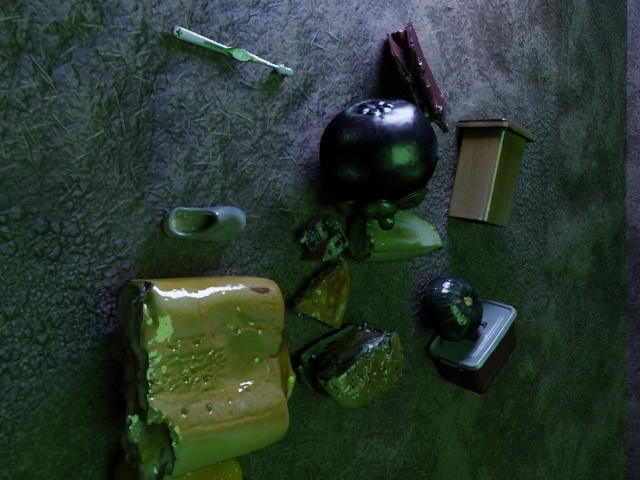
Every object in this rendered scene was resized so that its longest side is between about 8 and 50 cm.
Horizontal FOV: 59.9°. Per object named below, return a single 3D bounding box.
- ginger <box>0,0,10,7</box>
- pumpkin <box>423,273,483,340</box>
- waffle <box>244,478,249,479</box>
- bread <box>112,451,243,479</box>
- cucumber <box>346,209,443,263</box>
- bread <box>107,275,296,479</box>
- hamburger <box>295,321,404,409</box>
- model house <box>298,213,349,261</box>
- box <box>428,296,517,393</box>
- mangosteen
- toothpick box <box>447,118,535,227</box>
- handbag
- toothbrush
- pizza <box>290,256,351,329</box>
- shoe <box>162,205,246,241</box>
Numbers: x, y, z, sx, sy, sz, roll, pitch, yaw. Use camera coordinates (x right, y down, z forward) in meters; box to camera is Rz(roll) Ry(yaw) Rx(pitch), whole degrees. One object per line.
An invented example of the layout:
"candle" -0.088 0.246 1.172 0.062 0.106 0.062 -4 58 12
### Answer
"ginger" -0.497 -0.460 0.893 0.109 0.116 0.263 40 68 8
"pumpkin" 0.407 0.206 1.719 0.212 0.152 0.211 15 57 -25
"waffle" -0.188 0.611 1.330 0.083 0.029 0.075 39 73 -40
"bread" -0.292 0.495 1.151 0.270 0.143 0.195 13 81 -38
"cucumber" 0.208 -0.009 1.559 0.325 0.105 0.145 0 68 -41
"bread" -0.226 0.252 1.111 0.394 0.250 0.361 0 81 -46
"hamburger" 0.087 0.338 1.445 0.288 0.168 0.192 -27 110 -36
"model house" 0.000 0.000 1.385 0.100 0.088 0.100 -42 117 -31
"box" 0.507 0.341 1.801 0.294 0.193 0.167 -44 127 -29
"mangosteen" 0.146 -0.198 1.362 0.300 0.300 0.300 -6 99 -40
"toothpick box" 0.528 -0.208 1.765 0.190 0.187 0.308 11 91 -42
"handbag" 0.260 -0.428 1.474 0.260 0.084 0.275 59 21 -30
"toothbrush" -0.184 -0.410 1.216 0.304 0.030 0.030 8 90 -41
"pizza" -0.001 0.138 1.419 0.193 0.053 0.201 -1 107 -42
"shoe" -0.235 -0.035 1.185 0.195 0.078 0.079 0 94 -37
